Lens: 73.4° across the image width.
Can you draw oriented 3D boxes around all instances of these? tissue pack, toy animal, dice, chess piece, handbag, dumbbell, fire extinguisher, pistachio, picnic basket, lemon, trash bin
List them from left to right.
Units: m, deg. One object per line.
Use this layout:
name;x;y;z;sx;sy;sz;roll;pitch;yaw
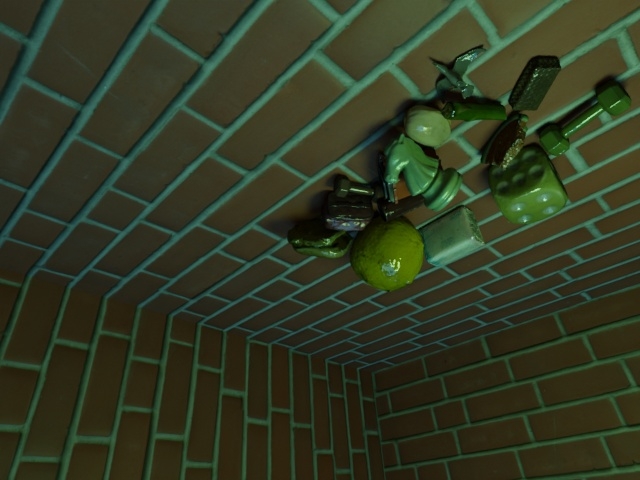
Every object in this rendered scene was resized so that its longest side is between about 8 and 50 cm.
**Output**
handbag;0.118;-0.129;1.896;0.224;0.147;0.135;3;150;-13
dumbbell;0.168;-0.216;1.826;0.230;0.092;0.082;8;116;-18
lemon;0.318;0.052;2.015;0.349;0.387;0.350;28;152;17
fire extinguisher;0.377;-0.176;1.828;0.268;0.105;0.105;-26;146;-5
trash bin;0.354;-0.275;1.707;0.238;0.161;0.184;-17;145;6
chess piece;0.350;-0.247;1.562;0.298;0.176;0.176;33;137;-7
pistachio;0.387;-0.405;1.533;0.200;0.117;0.145;20;159;-27
tissue pack;0.623;-0.016;2.066;0.124;0.202;0.271;18;141;-41
toy animal;0.429;-0.527;1.380;0.155;0.095;0.219;7;144;-33
dice;0.848;-0.221;1.766;0.238;0.227;0.233;-28;137;34
picnic basket;0.727;-0.524;1.456;0.109;0.055;0.193;-1;144;-5
dumbbell;0.951;-0.436;1.560;0.121;0.108;0.302;17;140;-27

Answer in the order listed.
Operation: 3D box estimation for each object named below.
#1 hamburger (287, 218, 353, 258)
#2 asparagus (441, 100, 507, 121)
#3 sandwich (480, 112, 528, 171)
hamburger;0.000;-0.001;1.978;0.284;0.265;0.135;5;121;25
asparagus;0.548;-0.450;1.495;0.277;0.068;0.060;-8;-167;-23
sandwich;0.710;-0.364;1.614;0.079;0.159;0.235;11;123;-13
